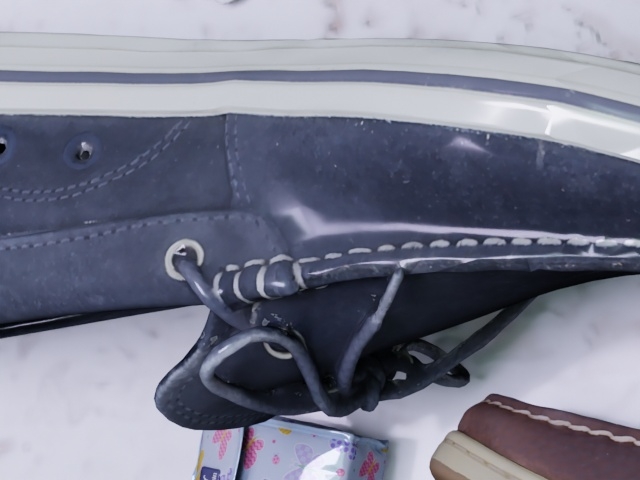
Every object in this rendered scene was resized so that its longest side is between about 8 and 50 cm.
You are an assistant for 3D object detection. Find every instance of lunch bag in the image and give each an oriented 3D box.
[{"bbox_3d":[-0.021,0.111,0.762,0.083,0.053,0.071,10,84,30],"label":"lunch bag"}]

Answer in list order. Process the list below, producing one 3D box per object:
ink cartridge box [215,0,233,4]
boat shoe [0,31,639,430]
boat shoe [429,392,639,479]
[{"bbox_3d":[-0.079,-0.309,0.806,0.207,0.119,0.354,19,89,21],"label":"ink cartridge box"},{"bbox_3d":[0.000,0.000,0.707,0.500,0.187,0.156,4,89,25],"label":"boat shoe"},{"bbox_3d":[0.212,0.108,0.652,0.342,0.123,0.123,17,75,21],"label":"boat shoe"}]
